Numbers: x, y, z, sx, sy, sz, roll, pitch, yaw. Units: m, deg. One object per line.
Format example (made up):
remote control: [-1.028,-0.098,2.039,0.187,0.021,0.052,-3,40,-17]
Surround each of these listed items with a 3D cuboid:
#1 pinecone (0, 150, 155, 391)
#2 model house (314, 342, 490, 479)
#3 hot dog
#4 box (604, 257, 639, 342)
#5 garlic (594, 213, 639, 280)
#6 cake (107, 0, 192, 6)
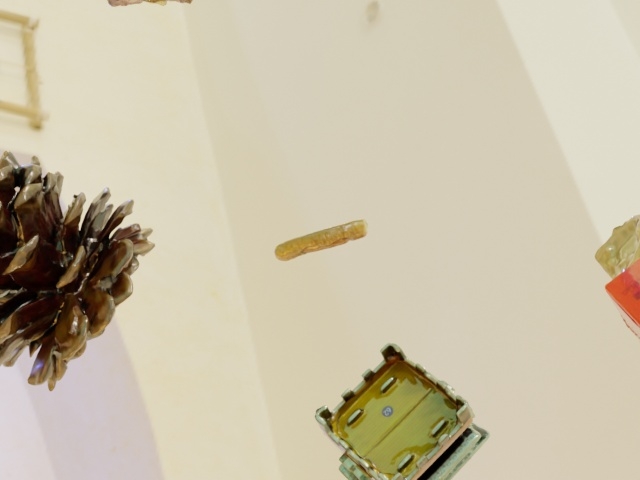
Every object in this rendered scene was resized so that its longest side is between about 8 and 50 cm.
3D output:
pinecone: [-0.479,0.026,1.517,0.384,0.384,0.384,-16,-110,51]
model house: [0.139,0.318,1.571,0.224,0.215,0.198,-44,-125,-13]
hot dog: [0.000,0.001,1.327,0.137,0.044,0.028,-15,-113,6]
box: [0.195,0.071,0.439,0.048,0.152,0.100,-44,-132,7]
garlic: [0.343,0.041,0.796,0.164,0.245,0.145,13,-97,43]
cake: [-0.097,-0.262,0.809,0.295,0.116,0.112,6,-64,51]
